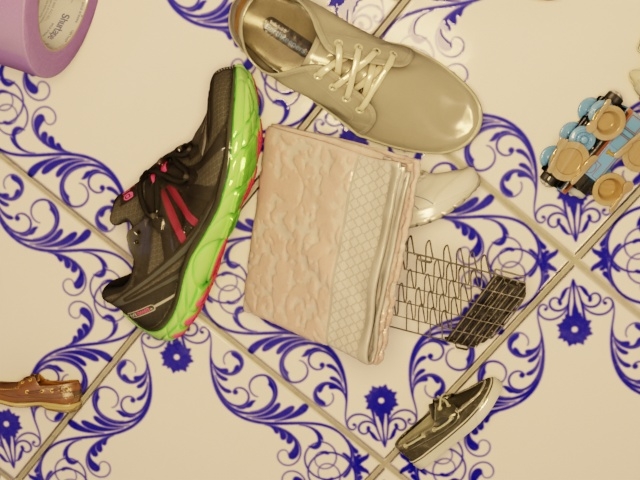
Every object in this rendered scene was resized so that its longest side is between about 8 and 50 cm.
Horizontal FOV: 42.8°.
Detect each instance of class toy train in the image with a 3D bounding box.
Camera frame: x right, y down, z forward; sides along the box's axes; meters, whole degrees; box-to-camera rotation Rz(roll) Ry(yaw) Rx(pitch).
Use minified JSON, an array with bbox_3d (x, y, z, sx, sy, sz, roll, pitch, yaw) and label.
[{"bbox_3d":[0.437,-0.149,1.315,0.105,0.080,0.184,34,102,-9],"label":"toy train"}]

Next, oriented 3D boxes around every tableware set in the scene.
[{"bbox_3d":[0.447,-0.130,1.274,0.169,0.020,0.141,31,105,-17],"label":"tableware set"}]

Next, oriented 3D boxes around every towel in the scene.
[{"bbox_3d":[0.000,0.000,1.305,0.317,0.053,0.331,20,105,42],"label":"towel"}]

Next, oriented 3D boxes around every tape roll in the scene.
[{"bbox_3d":[-0.424,-0.391,1.237,0.090,0.275,0.274,18,102,0],"label":"tape roll"}]

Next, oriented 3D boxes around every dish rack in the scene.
[{"bbox_3d":[0.189,0.081,1.342,0.272,0.074,0.208,15,135,-12],"label":"dish rack"}]

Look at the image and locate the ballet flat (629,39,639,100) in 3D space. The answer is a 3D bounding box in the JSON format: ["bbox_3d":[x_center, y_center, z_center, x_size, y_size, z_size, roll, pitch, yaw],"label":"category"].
[{"bbox_3d":[0.535,-0.284,1.288,0.079,0.077,0.221,16,98,20],"label":"ballet flat"}]

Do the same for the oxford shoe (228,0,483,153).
[{"bbox_3d":[0.050,-0.266,1.299,0.449,0.130,0.169,28,101,-3],"label":"oxford shoe"}]

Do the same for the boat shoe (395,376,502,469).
[{"bbox_3d":[0.222,0.308,1.423,0.070,0.078,0.219,42,103,-5],"label":"boat shoe"}]

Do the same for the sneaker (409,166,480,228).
[{"bbox_3d":[0.113,-0.076,1.344,0.297,0.111,0.129,-16,95,7],"label":"sneaker"}]

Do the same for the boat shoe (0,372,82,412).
[{"bbox_3d":[-0.523,0.270,1.489,0.178,0.064,0.060,7,97,-3],"label":"boat shoe"}]

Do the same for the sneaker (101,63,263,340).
[{"bbox_3d":[-0.231,-0.065,1.334,0.202,0.185,0.482,22,101,-4],"label":"sneaker"}]
